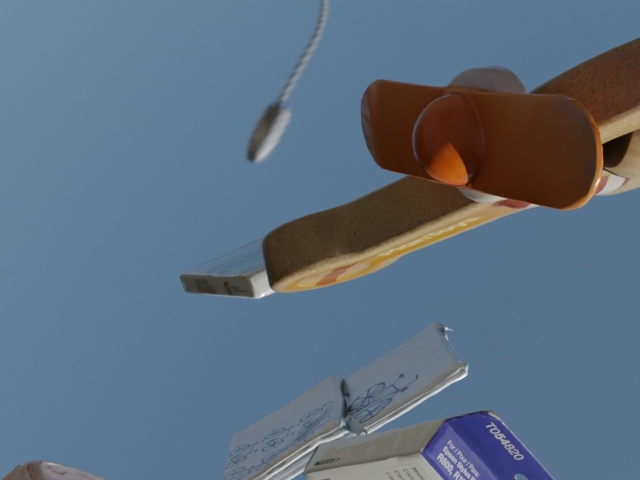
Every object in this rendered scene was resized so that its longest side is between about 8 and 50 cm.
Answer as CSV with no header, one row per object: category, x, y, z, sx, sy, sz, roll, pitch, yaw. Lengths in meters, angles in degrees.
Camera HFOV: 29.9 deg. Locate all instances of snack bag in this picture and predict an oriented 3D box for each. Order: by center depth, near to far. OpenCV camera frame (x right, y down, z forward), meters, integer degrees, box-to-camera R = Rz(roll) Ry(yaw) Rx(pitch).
snack bag,0.027,0.209,1.524,0.342,0.037,0.323,-30,-176,3

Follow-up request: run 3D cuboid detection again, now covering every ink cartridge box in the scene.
ink cartridge box,0.129,0.257,1.098,0.224,0.223,0.045,-23,-154,46

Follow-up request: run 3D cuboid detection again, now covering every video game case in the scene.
video game case,0.000,0.000,1.115,0.226,0.026,0.206,-23,-172,-22

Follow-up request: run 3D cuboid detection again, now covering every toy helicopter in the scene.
toy helicopter,0.093,-0.033,0.627,0.355,0.235,0.140,-24,-101,38

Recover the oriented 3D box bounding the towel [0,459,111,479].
towel,-0.201,0.315,0.864,0.332,0.317,0.053,-45,-135,10
